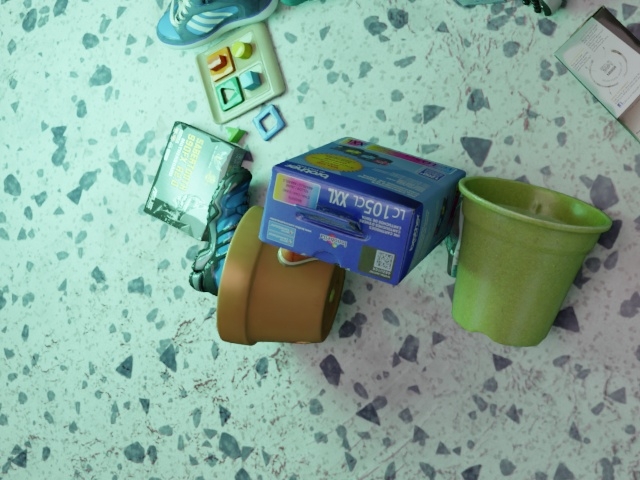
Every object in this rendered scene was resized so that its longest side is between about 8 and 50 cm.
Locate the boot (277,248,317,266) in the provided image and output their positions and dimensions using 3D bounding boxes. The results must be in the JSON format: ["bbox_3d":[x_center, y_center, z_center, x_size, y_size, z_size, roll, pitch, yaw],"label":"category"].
[{"bbox_3d":[0.000,0.000,1.747,0.059,0.158,0.084,61,154,20],"label":"boot"}]

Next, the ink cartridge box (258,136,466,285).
[{"bbox_3d":[0.073,-0.058,1.636,0.270,0.395,0.151,18,113,18],"label":"ink cartridge box"}]

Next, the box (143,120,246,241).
[{"bbox_3d":[-0.291,-0.136,2.102,0.183,0.056,0.231,27,101,26],"label":"box"}]

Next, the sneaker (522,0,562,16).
[{"bbox_3d":[0.369,-0.554,1.755,0.292,0.110,0.118,43,95,18],"label":"sneaker"}]

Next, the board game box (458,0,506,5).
[{"bbox_3d":[0.307,-0.481,1.781,0.090,0.090,0.020,3,88,27],"label":"board game box"}]

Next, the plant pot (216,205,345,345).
[{"bbox_3d":[-0.069,0.090,1.871,0.204,0.291,0.290,13,95,11],"label":"plant pot"}]

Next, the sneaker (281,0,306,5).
[{"bbox_3d":[0.044,-0.560,1.911,0.302,0.108,0.121,-27,72,23],"label":"sneaker"}]

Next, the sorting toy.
[{"bbox_3d":[-0.191,-0.381,2.062,0.196,0.047,0.347,-22,78,25],"label":"sorting toy"}]

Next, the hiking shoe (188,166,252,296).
[{"bbox_3d":[-0.185,-0.011,2.027,0.132,0.113,0.304,22,107,16],"label":"hiking shoe"}]

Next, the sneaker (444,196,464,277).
[{"bbox_3d":[0.268,-0.010,1.814,0.076,0.065,0.166,11,90,44],"label":"sneaker"}]

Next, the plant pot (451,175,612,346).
[{"bbox_3d":[0.355,0.045,1.666,0.276,0.276,0.253,22,110,26],"label":"plant pot"}]

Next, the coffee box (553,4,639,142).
[{"bbox_3d":[0.564,-0.253,1.598,0.119,0.168,0.297,-45,70,19],"label":"coffee box"}]

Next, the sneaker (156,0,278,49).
[{"bbox_3d":[-0.275,-0.543,1.980,0.323,0.236,0.130,-11,66,26],"label":"sneaker"}]
